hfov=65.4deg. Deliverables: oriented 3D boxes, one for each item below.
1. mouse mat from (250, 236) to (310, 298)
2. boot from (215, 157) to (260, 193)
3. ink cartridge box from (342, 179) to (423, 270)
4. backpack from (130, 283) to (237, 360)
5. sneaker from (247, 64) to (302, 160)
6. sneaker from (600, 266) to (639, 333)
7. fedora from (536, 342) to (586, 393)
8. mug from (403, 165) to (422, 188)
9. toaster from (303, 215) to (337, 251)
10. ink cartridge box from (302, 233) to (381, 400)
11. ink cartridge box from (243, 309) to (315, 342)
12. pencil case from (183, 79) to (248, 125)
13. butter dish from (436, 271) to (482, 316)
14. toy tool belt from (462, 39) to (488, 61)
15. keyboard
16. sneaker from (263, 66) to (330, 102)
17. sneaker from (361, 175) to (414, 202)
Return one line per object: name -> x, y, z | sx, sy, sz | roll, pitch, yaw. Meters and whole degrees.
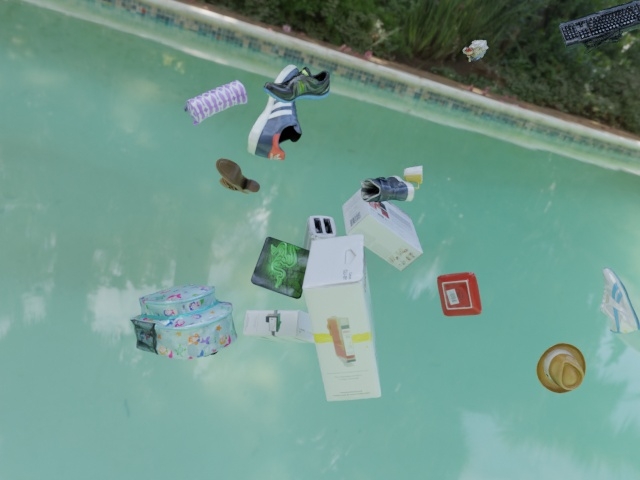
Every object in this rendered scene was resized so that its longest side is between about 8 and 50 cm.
mouse mat -> -0.110, 0.077, 1.466 | 0.152, 0.007, 0.190 | 19, 46, -5
boot -> -0.331, -0.227, 1.815 | 0.197, 0.073, 0.152 | 38, -19, -36
ink cartridge box -> 0.248, -0.065, 2.046 | 0.309, 0.130, 0.272 | 33, 29, -24
backpack -> -0.355, 0.220, 1.341 | 0.253, 0.191, 0.225 | 9, 16, 38
sneaker -> -0.114, -0.415, 1.651 | 0.148, 0.350, 0.131 | 22, -16, -2
sneaker -> 0.998, 0.203, 1.696 | 0.087, 0.092, 0.229 | 18, 56, -48
fedora -> 0.862, 0.461, 1.754 | 0.194, 0.194, 0.079 | 15, 9, -6
mug -> 0.326, -0.227, 1.755 | 0.064, 0.062, 0.078 | 1, 47, 12
toaster -> 0.000, 0.000, 2.005 | 0.129, 0.147, 0.227 | 2, 36, -8
ink cartridge box -> 0.068, 0.213, 1.418 | 0.160, 0.385, 0.279 | -6, 26, 8
ink cartridge box -> -0.127, 0.295, 1.705 | 0.219, 0.093, 0.160 | -5, -20, 28
pencil case -> -0.340, -0.453, 1.641 | 0.206, 0.088, 0.086 | -30, 42, -19
butter dish -> 0.535, 0.194, 1.864 | 0.159, 0.160, 0.118 | -11, 0, 40
toy tool belt -> 0.443, -0.533, 1.421 | 0.052, 0.051, 0.083 | 22, 52, 41
keyboard -> 0.695, -0.524, 1.215 | 0.192, 0.100, 0.038 | -16, -13, 12
sneaker -> -0.055, -0.374, 1.186 | 0.188, 0.078, 0.067 | -17, 49, -32
sneaker -> 0.207, -0.181, 1.733 | 0.163, 0.086, 0.226 | -1, 11, -14
